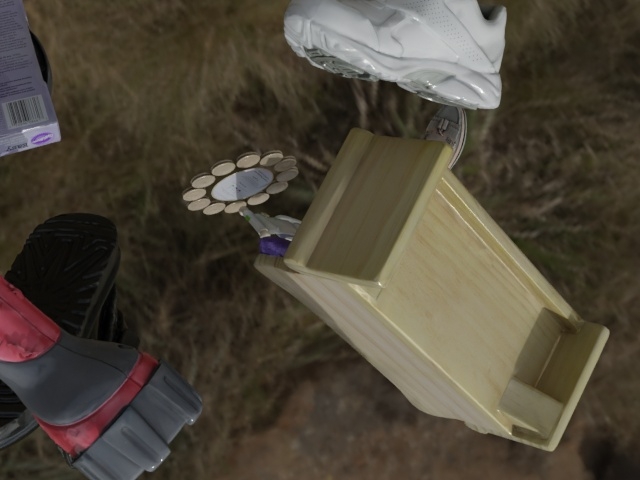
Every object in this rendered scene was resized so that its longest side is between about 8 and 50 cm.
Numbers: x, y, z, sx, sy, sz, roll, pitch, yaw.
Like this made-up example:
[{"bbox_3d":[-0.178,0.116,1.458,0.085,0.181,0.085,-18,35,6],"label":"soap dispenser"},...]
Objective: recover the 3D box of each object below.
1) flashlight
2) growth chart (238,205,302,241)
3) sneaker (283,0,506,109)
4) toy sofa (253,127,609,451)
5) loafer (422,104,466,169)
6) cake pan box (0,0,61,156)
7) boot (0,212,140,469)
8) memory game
[{"bbox_3d":[-0.225,0.052,0.970,0.304,0.103,0.103,43,91,-8],"label":"flashlight"},{"bbox_3d":[0.000,0.000,2.057,0.237,0.172,0.021,15,102,-15],"label":"growth chart"},{"bbox_3d":[0.065,-0.182,1.107,0.232,0.090,0.115,9,95,-44],"label":"sneaker"},{"bbox_3d":[0.114,0.052,1.326,0.362,0.177,0.150,43,68,-40],"label":"toy sofa"},{"bbox_3d":[0.131,-0.098,1.529,0.039,0.045,0.125,19,90,-67],"label":"loafer"},{"bbox_3d":[-0.509,-0.224,1.879,0.266,0.246,0.070,-17,163,-11],"label":"cake pan box"},{"bbox_3d":[-0.284,0.165,1.438,0.131,0.348,0.260,11,128,14],"label":"boot"},{"bbox_3d":[-0.121,-0.088,2.055,0.186,0.012,0.186,-17,158,-7],"label":"memory game"}]
